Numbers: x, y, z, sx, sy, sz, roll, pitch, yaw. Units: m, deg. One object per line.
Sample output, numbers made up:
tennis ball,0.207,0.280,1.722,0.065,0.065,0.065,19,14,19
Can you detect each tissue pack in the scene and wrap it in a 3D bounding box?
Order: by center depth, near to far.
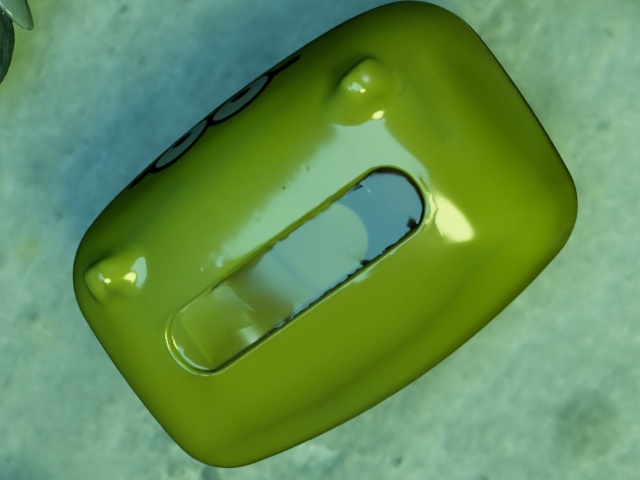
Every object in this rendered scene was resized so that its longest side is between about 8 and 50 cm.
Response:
tissue pack,0.000,0.000,0.542,0.178,0.127,0.123,-36,89,15

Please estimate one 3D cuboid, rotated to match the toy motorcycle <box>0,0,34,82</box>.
toy motorcycle,-0.151,-0.172,0.589,0.152,0.073,0.225,-24,91,13
